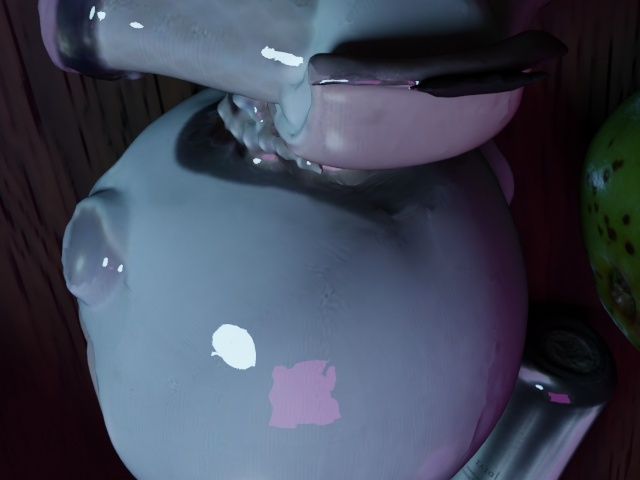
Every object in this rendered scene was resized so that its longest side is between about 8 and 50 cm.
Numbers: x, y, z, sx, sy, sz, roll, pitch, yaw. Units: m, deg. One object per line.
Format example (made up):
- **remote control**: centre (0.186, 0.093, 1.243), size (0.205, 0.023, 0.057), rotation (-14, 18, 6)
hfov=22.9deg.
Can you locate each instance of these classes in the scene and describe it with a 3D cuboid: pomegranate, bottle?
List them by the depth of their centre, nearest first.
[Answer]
- **pomegranate**: centre (0.249, -0.024, 0.836), size (0.224, 0.181, 0.181), rotation (-27, 137, -4)
- **bottle**: centre (0.112, 0.148, 1.059), size (0.096, 0.079, 0.253), rotation (31, 134, 12)

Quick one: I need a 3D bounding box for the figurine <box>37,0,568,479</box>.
- **figurine**: centre (-0.010, 0.000, 0.769), size (0.253, 0.211, 0.361), rotation (0, 136, -11)
